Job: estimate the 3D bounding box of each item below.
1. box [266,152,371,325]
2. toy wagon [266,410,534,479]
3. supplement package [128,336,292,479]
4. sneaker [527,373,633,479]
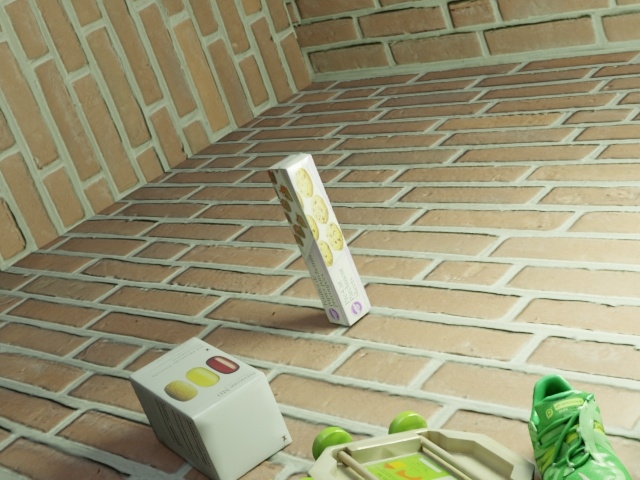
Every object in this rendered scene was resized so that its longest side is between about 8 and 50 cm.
[{"bbox_3d":[0.000,0.000,1.876,0.067,0.323,0.063,-34,22,-32],"label":"box"},{"bbox_3d":[0.088,0.301,1.272,0.345,0.068,0.267,-7,14,-26],"label":"toy wagon"},{"bbox_3d":[-0.178,0.266,1.650,0.139,0.133,0.244,-31,24,-25],"label":"supplement package"},{"bbox_3d":[0.300,0.252,1.252,0.110,0.123,0.295,-22,14,4],"label":"sneaker"}]
